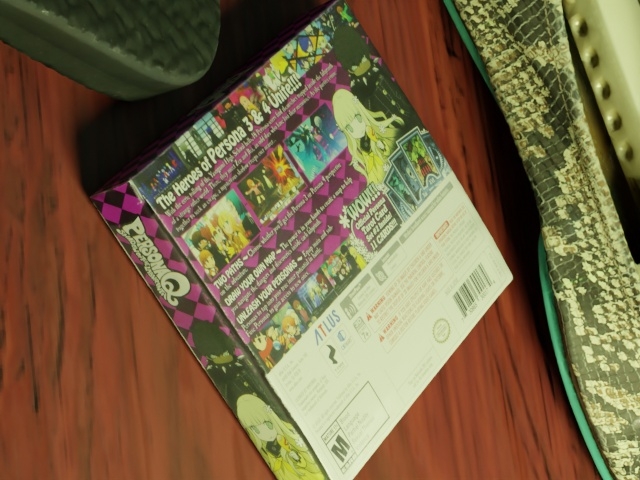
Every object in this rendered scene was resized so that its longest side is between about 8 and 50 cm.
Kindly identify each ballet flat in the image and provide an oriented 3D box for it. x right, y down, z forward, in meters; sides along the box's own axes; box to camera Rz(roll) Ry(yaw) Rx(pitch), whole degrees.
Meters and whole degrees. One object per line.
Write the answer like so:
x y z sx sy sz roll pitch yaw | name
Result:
0.206 -0.053 1.213 0.164 0.182 0.482 -16 87 -49 | ballet flat

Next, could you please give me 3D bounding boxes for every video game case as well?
0.000 0.000 1.079 0.210 0.042 0.232 57 43 -14 | video game case

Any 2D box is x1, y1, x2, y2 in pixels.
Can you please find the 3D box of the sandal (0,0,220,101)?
-0.214 -0.172 0.892 0.446 0.107 0.167 31 52 -51 | sandal
